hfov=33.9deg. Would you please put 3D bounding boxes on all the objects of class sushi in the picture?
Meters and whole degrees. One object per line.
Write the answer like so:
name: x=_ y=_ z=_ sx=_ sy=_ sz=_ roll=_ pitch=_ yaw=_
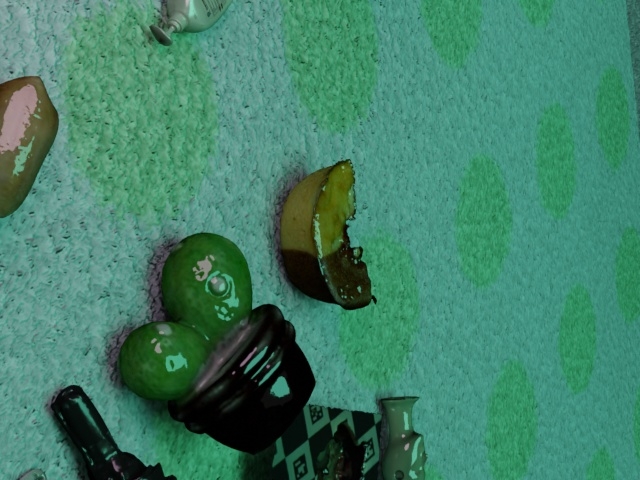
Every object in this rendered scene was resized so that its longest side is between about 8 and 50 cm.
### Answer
sushi: x=-0.016 y=0.379 z=1.482 sx=0.294 sy=0.059 sz=0.292 roll=20 pitch=73 yaw=-56

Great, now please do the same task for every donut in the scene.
donut: x=0.001 y=-0.002 z=1.487 sx=0.141 sy=0.085 sz=0.217 roll=-16 pitch=103 yaw=-56

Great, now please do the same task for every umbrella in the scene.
umbrella: x=-0.201 y=0.302 z=1.174 sx=0.118 sy=0.118 sz=0.340 roll=-50 pitch=121 yaw=-45

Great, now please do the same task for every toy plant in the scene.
toy plant: x=-0.121 y=0.125 z=1.238 sx=0.235 sy=0.175 sz=0.218 roll=46 pitch=54 yaw=-14

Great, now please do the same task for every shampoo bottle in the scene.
shampoo bottle: x=-0.156 y=-0.286 z=1.282 sx=0.077 sy=0.045 sz=0.152 roll=63 pitch=39 yaw=-38

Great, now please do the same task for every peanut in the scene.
peanut: x=-0.305 y=-0.092 z=1.025 sx=0.076 sy=0.076 sz=0.152 roll=37 pitch=64 yaw=-51

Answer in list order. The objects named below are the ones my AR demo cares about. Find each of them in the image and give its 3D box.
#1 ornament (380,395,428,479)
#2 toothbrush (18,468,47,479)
ornament: x=0.136 y=0.332 z=1.702 sx=0.075 sy=0.081 sz=0.156 roll=6 pitch=80 yaw=-61
toothbrush: x=-0.363 y=0.304 z=0.979 sx=0.304 sy=0.030 sz=0.030 roll=-40 pitch=123 yaw=-53
